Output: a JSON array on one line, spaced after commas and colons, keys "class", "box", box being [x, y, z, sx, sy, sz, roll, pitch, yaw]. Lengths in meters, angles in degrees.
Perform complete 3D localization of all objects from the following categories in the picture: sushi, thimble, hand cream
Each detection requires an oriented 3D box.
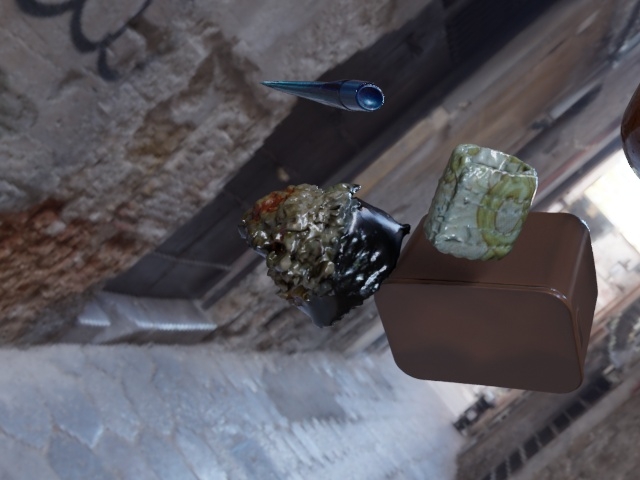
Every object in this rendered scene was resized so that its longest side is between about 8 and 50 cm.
[{"class": "sushi", "box": [-0.004, -0.004, 1.375, 0.219, 0.225, 0.238, 45, -25, -12]}, {"class": "thimble", "box": [0.234, -0.057, 1.311, 0.137, 0.143, 0.190, 32, 24, 32]}, {"class": "hand cream", "box": [0.003, -0.303, 1.804, 0.270, 0.061, 0.120, 13, 7, 44]}]

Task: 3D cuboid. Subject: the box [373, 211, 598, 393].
[{"class": "box", "box": [0.306, 0.098, 1.559, 0.229, 0.339, 0.239, -57, 138, -43]}]

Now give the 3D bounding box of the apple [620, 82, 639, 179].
[{"class": "apple", "box": [0.673, -0.164, 1.446, 0.365, 0.328, 0.295, 16, 55, -43]}]
